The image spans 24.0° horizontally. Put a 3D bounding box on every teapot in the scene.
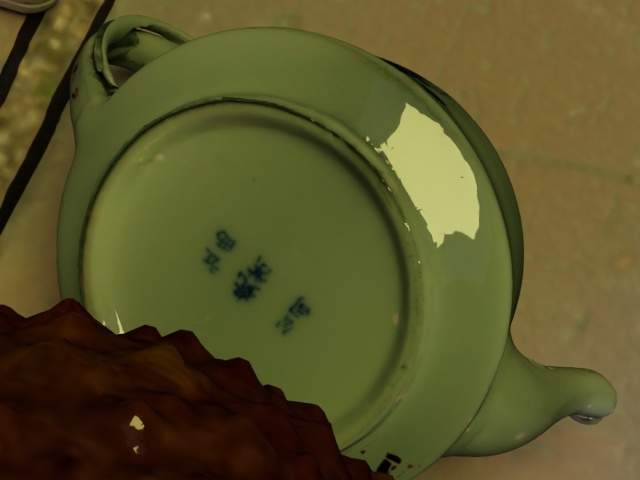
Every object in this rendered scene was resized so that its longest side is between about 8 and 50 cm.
[{"bbox_3d":[0.000,0.000,0.529,0.232,0.159,0.159,40,66,11],"label":"teapot"}]

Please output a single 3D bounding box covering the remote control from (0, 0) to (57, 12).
[{"bbox_3d":[-0.209,-0.166,0.569,0.250,0.034,0.103,15,69,-11],"label":"remote control"}]

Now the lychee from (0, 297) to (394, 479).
[{"bbox_3d":[-0.093,0.147,0.377,0.304,0.276,0.276,13,68,11],"label":"lychee"}]
